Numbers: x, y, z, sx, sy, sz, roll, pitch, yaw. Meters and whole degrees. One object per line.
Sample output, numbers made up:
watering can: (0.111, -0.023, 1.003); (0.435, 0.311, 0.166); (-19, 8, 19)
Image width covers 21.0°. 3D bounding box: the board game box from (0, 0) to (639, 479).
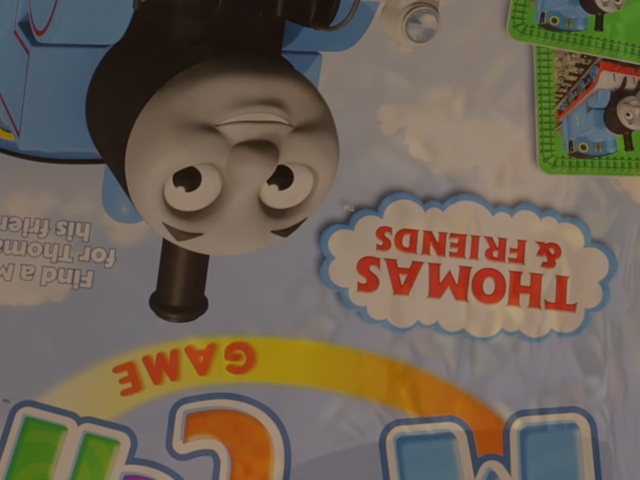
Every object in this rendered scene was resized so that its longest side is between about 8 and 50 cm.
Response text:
board game box: (0.000, 0.000, 0.355); (0.160, 0.039, 0.212); (5, -106, 0)
